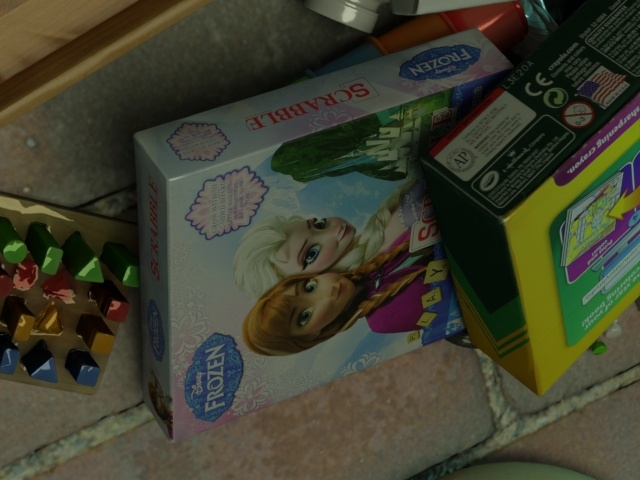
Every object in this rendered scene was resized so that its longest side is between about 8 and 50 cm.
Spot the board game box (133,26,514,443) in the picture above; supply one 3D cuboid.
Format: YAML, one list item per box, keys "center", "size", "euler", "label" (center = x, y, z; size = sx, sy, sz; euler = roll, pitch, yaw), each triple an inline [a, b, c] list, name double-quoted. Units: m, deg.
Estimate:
- center: [0.000, 0.000, 1.479]
  size: [0.318, 0.066, 0.318]
  euler: [-20, 139, -22]
  label: "board game box"

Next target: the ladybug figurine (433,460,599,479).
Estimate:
- center: [0.242, 0.398, 1.755]
  size: [0.449, 0.162, 0.305]
  euler: [28, 95, -29]
  label: "ladybug figurine"

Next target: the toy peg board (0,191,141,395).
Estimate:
- center: [-0.234, 0.056, 1.472]
  size: [0.161, 0.079, 0.160]
  euler: [14, 102, -27]
  label: "toy peg board"

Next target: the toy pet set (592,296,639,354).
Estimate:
- center: [0.308, 0.056, 1.734]
  size: [0.122, 0.065, 0.114]
  euler: [-2, 144, -20]
  label: "toy pet set"

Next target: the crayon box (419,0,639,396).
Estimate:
- center: [0.265, -0.079, 1.517]
  size: [0.363, 0.106, 0.313]
  euler: [-43, 150, -14]
  label: "crayon box"

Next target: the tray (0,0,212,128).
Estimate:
- center: [-0.207, -0.243, 1.381]
  size: [0.411, 0.076, 0.203]
  euler: [-32, 118, -9]
  label: "tray"

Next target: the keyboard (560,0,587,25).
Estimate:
- center: [0.328, -0.260, 1.634]
  size: [0.201, 0.033, 0.317]
  euler: [6, 106, -21]
  label: "keyboard"

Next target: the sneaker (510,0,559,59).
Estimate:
- center: [0.187, -0.187, 1.577]
  size: [0.061, 0.054, 0.152]
  euler: [-29, 94, 3]
  label: "sneaker"

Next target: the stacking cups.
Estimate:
- center: [0.037, -0.120, 1.502]
  size: [0.316, 0.096, 0.096]
  euler: [-28, 117, -6]
  label: "stacking cups"

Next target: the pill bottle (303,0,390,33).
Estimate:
- center: [0.044, -0.258, 1.477]
  size: [0.086, 0.086, 0.152]
  euler: [18, 100, -28]
  label: "pill bottle"

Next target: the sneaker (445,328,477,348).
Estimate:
- center: [0.196, 0.051, 1.678]
  size: [0.170, 0.051, 0.089]
  euler: [-4, 109, -27]
  label: "sneaker"

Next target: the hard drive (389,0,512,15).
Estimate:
- center: [0.208, -0.328, 1.475]
  size: [0.353, 0.047, 0.233]
  euler: [-12, 106, -30]
  label: "hard drive"

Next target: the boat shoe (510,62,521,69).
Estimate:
- center: [0.127, -0.102, 1.578]
  size: [0.207, 0.073, 0.073]
  euler: [-25, 111, -16]
  label: "boat shoe"
